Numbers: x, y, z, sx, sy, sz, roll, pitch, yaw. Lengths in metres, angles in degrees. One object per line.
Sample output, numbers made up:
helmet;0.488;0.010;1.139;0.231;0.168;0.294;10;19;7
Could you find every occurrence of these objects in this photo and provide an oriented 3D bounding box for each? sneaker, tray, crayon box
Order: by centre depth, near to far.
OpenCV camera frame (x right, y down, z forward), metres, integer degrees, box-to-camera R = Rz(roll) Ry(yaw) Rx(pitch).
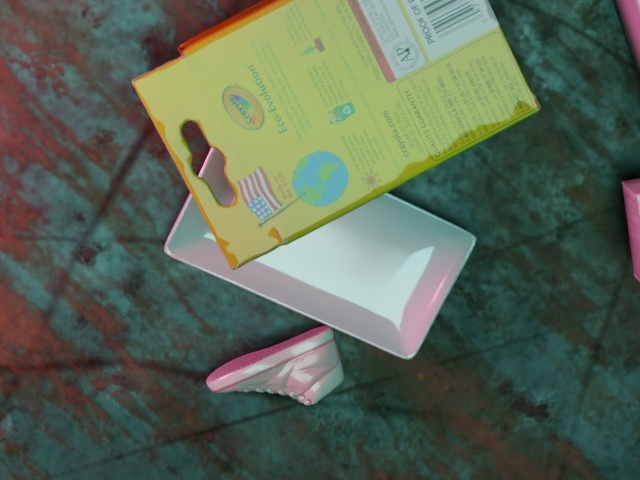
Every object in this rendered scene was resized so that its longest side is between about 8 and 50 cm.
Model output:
crayon box;0.012;-0.137;1.511;0.318;0.081;0.202;-27;103;-3
tray;0.000;0.000;1.601;0.270;0.030;0.145;24;103;-11
sneaker;-0.039;0.138;1.628;0.134;0.051;0.070;-21;102;-2

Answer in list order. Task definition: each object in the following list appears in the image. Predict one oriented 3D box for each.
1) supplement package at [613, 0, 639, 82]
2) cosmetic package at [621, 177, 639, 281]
supplement package;0.347;-0.174;1.535;0.105;0.105;0.179;-21;107;3
cosmetic package;0.410;-0.028;1.567;0.239;0.060;0.099;-11;109;-2
